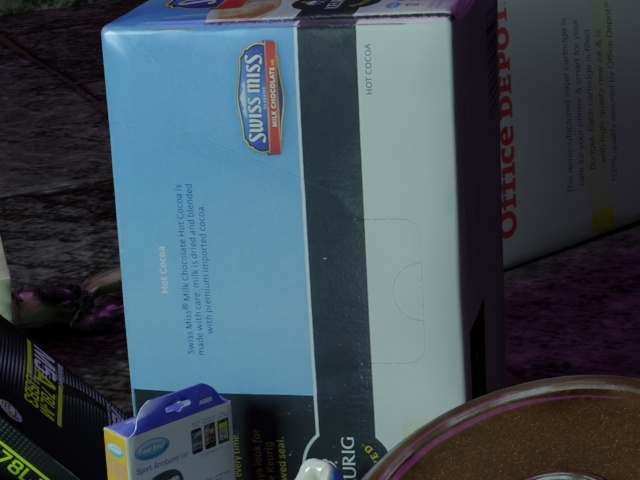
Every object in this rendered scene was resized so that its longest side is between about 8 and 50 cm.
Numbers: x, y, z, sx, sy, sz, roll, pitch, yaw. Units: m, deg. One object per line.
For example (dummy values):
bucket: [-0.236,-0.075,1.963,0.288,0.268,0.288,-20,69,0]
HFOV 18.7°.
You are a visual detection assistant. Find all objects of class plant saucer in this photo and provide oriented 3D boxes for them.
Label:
plant saucer: [0.131,0.172,1.069,0.310,0.050,0.311,-13,36,9]

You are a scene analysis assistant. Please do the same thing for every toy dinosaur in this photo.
toy dinosaur: [-0.208,0.054,1.674,0.268,0.064,0.118,-14,13,-38]

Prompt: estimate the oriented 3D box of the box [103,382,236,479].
box: [-0.091,0.154,1.200,0.081,0.136,0.028,-17,22,-37]

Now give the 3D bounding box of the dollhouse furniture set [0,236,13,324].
dollhouse furniture set: [-0.293,0.103,1.479,0.129,0.129,0.184,-8,42,-15]

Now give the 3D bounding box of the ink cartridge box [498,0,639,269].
ink cartridge box: [0.223,-0.154,1.868,0.384,0.279,0.160,-18,21,-37]

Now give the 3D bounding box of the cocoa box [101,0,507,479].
cocoa box: [0.000,0.000,1.318,0.227,0.347,0.231,0,16,12]

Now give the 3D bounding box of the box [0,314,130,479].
box: [-0.204,0.114,1.315,0.184,0.045,0.191,39,8,-16]

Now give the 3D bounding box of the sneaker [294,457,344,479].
sneaker: [-0.064,0.194,1.160,0.211,0.081,0.080,-20,26,-38]
